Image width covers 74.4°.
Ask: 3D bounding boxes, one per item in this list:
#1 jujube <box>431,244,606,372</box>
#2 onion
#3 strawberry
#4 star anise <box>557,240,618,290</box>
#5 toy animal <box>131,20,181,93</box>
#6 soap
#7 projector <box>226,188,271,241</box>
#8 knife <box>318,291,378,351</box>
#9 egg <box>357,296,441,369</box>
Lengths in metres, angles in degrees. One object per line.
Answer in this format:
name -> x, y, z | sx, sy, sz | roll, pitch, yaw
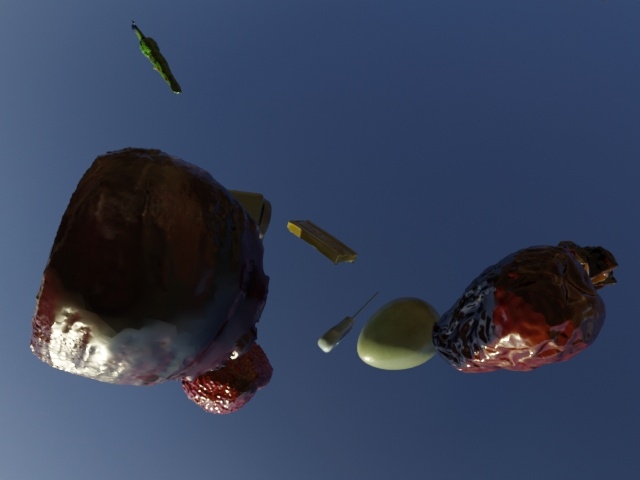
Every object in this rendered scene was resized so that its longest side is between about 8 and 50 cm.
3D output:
jujube -> 0.354, 0.150, 0.805 | 0.216, 0.342, 0.216 | 13, -122, -22
onion -> -0.193, 0.036, 0.521 | 0.280, 0.146, 0.314 | 16, -99, -12
strawberry -> -0.285, 0.399, 1.272 | 0.250, 0.238, 0.288 | -50, -158, -16
star anise -> 0.585, 0.066, 1.008 | 0.190, 0.220, 0.126 | -21, -118, 22
toy animal -> -0.376, -0.413, 0.991 | 0.041, 0.075, 0.217 | -32, -97, -8
soap -> 0.000, -0.001, 1.345 | 0.252, 0.092, 0.037 | 36, -65, 39
projector -> -0.300, -0.083, 1.561 | 0.242, 0.177, 0.163 | 7, -113, 4
knife -> 0.089, 0.232, 1.229 | 0.044, 0.331, 0.080 | 41, -59, 14
egg -> 0.253, 0.304, 1.360 | 0.295, 0.218, 0.218 | -21, -119, -11
